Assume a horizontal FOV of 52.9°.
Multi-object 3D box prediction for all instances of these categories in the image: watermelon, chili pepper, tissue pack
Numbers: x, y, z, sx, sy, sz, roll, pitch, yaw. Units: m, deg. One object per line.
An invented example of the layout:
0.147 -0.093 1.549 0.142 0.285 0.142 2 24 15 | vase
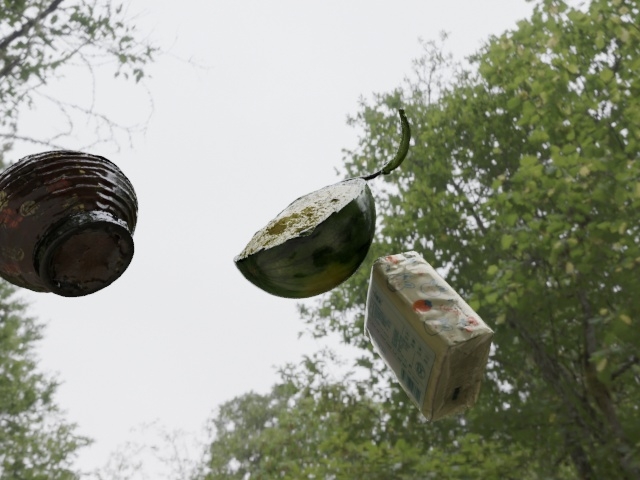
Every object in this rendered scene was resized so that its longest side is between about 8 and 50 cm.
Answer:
-0.005 0.004 0.880 0.204 0.232 0.127 -22 -76 36 | watermelon
0.094 -0.117 0.782 0.030 0.017 0.083 24 -75 14 | chili pepper
0.143 0.127 0.896 0.092 0.196 0.148 -12 -52 -23 | tissue pack

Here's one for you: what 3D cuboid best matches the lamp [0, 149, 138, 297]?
-0.399 -0.033 0.986 0.247 0.246 0.246 1 -51 1 | lamp
